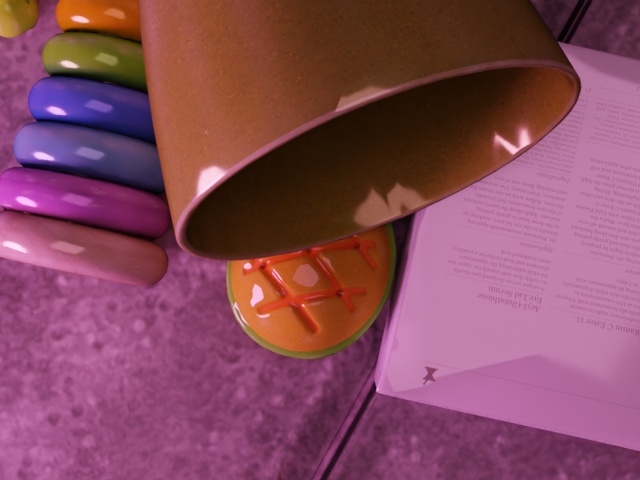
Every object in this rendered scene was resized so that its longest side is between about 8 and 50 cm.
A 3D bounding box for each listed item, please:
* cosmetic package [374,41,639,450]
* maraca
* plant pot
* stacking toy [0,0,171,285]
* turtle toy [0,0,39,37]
[{"bbox_3d":[0.253,0.015,1.073,0.377,0.097,0.284,13,90,0],"label":"cosmetic package"},{"bbox_3d":[0.000,0.000,1.075,0.127,0.099,0.185,20,78,2],"label":"maraca"},{"bbox_3d":[-0.013,-0.175,0.934,0.275,0.275,0.293,-22,76,1],"label":"plant pot"},{"bbox_3d":[-0.152,-0.138,1.058,0.141,0.141,0.330,12,88,0],"label":"stacking toy"},{"bbox_3d":[-0.242,-0.222,1.082,0.095,0.066,0.130,1,93,0],"label":"turtle toy"}]
